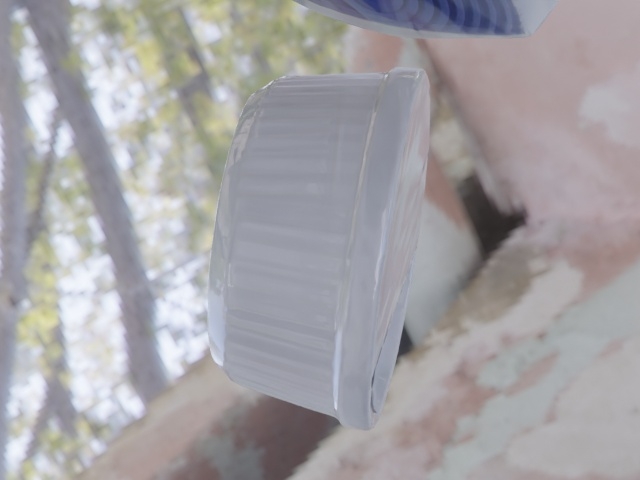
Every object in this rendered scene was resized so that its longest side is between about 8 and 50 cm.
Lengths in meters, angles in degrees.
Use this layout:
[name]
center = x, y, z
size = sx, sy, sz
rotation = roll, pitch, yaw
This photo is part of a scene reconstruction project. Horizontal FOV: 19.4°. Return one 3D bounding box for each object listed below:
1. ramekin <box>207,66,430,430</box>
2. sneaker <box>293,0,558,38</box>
[ramekin]
center = 0.000, 0.000, 1.399
size = 0.127, 0.273, 0.273
rotation = 8, -148, 8
[sneaker]
center = -0.028, -0.210, 0.738
size = 0.315, 0.127, 0.182
rotation = 21, -113, 26
